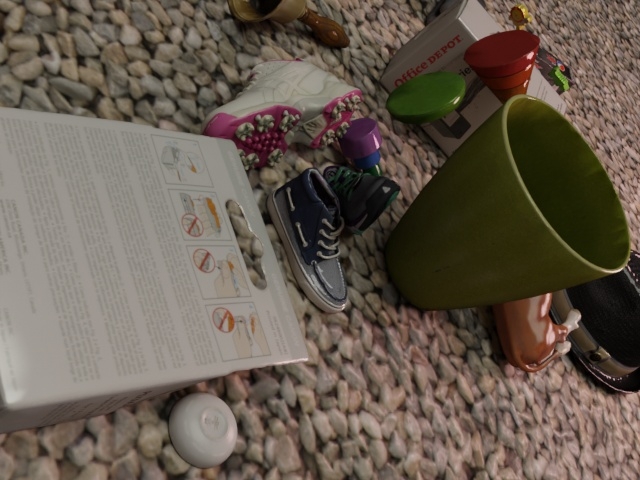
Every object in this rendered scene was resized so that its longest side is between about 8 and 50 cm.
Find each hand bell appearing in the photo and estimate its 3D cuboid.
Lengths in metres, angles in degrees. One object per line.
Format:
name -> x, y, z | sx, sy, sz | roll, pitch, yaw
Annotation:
hand bell -> -0.025, -0.368, 1.384 | 0.242, 0.126, 0.126 | 18, 51, -54

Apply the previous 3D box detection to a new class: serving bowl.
serving bowl -> -0.121, 0.200, 0.916 | 0.083, 0.027, 0.083 | 26, 47, -31

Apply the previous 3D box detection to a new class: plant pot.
plant pot -> 0.240, -0.017, 1.235 | 0.274, 0.293, 0.275 | 27, 47, -32

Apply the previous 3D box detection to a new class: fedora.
fedora -> 0.560, 0.113, 1.592 | 0.334, 0.152, 0.334 | 27, 46, -32

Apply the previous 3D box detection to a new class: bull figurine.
bull figurine -> 0.338, 0.064, 1.415 | 0.188, 0.101, 0.311 | 7, 74, -43

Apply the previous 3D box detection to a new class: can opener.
can opener -> 0.307, -0.511, 1.833 | 0.093, 0.074, 0.280 | 50, 39, -8

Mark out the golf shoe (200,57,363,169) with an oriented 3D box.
golf shoe -> -0.074, -0.186, 1.197 | 0.140, 0.115, 0.306 | 45, 36, 18

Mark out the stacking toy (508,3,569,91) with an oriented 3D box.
stacking toy -> 0.442, -0.390, 1.860 | 0.167, 0.052, 0.221 | -38, 94, -29

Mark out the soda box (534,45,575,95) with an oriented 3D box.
soda box -> 0.520, -0.404, 1.992 | 0.168, 0.060, 0.053 | 24, 47, -33

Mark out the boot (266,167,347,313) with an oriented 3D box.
boot -> 0.000, 0.000, 1.138 | 0.069, 0.086, 0.190 | -20, 79, -51

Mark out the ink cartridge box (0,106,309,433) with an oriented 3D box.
ink cartridge box -> -0.211, 0.021, 0.909 | 0.385, 0.091, 0.308 | 1, 63, -49

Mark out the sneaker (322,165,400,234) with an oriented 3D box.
sneaker -> 0.039, -0.064, 1.165 | 0.098, 0.223, 0.083 | 43, 81, -1

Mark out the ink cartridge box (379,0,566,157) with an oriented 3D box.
ink cartridge box -> 0.271, -0.265, 1.521 | 0.273, 0.198, 0.115 | 44, 41, -14

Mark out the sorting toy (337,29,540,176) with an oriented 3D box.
sorting toy -> 0.202, -0.199, 1.361 | 0.127, 0.365, 0.126 | 44, -18, 54
